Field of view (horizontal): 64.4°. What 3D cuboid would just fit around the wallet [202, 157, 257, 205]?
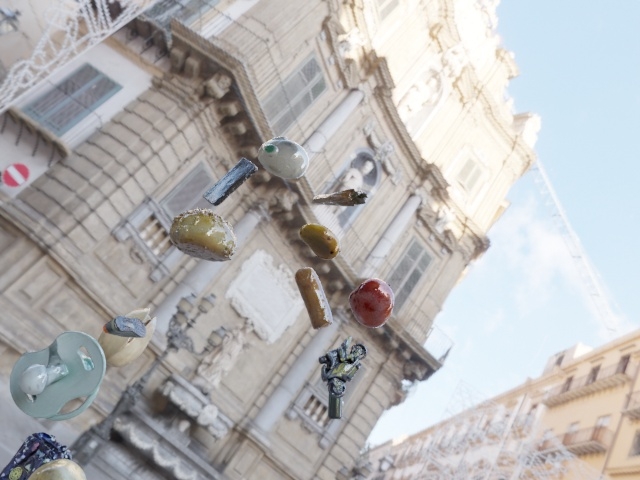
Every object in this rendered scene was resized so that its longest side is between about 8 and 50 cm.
[{"bbox_3d":[-0.472,-0.304,2.661,0.165,0.309,0.042,35,-15,44],"label":"wallet"}]

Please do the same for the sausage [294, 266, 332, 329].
[{"bbox_3d":[-0.028,0.242,2.152,0.270,0.109,0.109,69,-25,10],"label":"sausage"}]

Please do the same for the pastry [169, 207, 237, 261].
[{"bbox_3d":[-0.485,-0.028,2.138,0.284,0.184,0.316,13,-16,7],"label":"pastry"}]

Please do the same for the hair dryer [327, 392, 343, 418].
[{"bbox_3d":[0.074,0.664,2.044,0.057,0.100,0.198,-1,-17,14],"label":"hair dryer"}]

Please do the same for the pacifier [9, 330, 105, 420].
[{"bbox_3d":[-0.913,0.474,1.726,0.288,0.343,0.269,58,-1,7],"label":"pacifier"}]

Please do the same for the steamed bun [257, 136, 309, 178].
[{"bbox_3d":[-0.160,-0.369,2.212,0.228,0.177,0.131,23,-44,10],"label":"steamed bun"}]

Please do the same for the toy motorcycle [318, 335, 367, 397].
[{"bbox_3d":[0.057,0.378,1.558,0.124,0.193,0.061,31,-29,9],"label":"toy motorcycle"}]

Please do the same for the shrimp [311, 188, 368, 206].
[{"bbox_3d":[0.082,-0.180,2.194,0.317,0.168,0.077,-1,-85,54],"label":"shrimp"}]

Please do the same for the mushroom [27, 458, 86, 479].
[{"bbox_3d":[-0.628,0.595,1.216,0.148,0.112,0.148,54,1,-1],"label":"mushroom"}]

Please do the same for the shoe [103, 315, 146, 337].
[{"bbox_3d":[-0.735,0.331,1.914,0.077,0.074,0.194,-18,-23,10],"label":"shoe"}]

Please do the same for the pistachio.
[{"bbox_3d":[-0.863,0.428,2.287,0.214,0.318,0.193,-23,-67,43],"label":"pistachio"}]

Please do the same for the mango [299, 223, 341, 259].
[{"bbox_3d":[0.003,-0.001,1.995,0.115,0.090,0.178,-39,-81,25],"label":"mango"}]

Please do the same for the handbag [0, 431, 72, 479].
[{"bbox_3d":[-0.891,0.727,1.554,0.162,0.260,0.113,27,-23,17],"label":"handbag"}]

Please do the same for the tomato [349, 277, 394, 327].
[{"bbox_3d":[0.190,0.231,1.876,0.187,0.151,0.187,4,-86,58],"label":"tomato"}]
